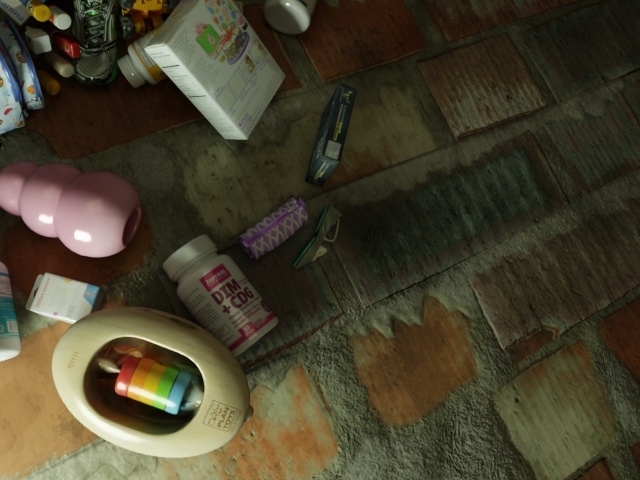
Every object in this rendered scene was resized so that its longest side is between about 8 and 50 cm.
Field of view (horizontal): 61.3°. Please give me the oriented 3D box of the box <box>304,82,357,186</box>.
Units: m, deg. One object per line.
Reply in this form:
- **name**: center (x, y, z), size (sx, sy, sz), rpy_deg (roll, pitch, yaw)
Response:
- **box**: center (0.027, -0.288, 1.497), size (0.059, 0.183, 0.232), rpy_deg (18, 70, -11)

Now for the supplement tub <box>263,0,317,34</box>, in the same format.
- **supplement tub**: center (-0.077, -0.736, 1.610), size (0.144, 0.144, 0.199), rpy_deg (19, 71, -10)

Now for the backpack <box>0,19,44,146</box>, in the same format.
- **backpack**: center (-0.783, -0.401, 1.259), size (0.213, 0.263, 0.276), rpy_deg (-35, 86, -21)

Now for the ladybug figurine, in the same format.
- **ladybug figurine**: center (-0.363, 0.311, 1.217), size (0.449, 0.162, 0.305), rpy_deg (25, 88, -3)

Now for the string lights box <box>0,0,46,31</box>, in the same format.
- **string lights box**: center (-0.691, -0.639, 1.335), size (0.077, 0.133, 0.259), rpy_deg (43, 75, -31)

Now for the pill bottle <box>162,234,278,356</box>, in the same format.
- **pill bottle**: center (-0.247, 0.136, 1.317), size (0.160, 0.160, 0.283), rpy_deg (-38, 87, -21)

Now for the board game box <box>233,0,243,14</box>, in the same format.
- **board game box**: center (-0.307, -0.587, 1.560), size (0.165, 0.042, 0.243), rpy_deg (3, 75, -15)

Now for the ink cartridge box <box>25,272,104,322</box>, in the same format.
- **ink cartridge box**: center (-0.595, 0.139, 1.258), size (0.143, 0.090, 0.092), rpy_deg (18, 71, -9)

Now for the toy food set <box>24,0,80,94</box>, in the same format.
- **toy food set**: center (-0.677, -0.494, 1.337), size (0.104, 0.232, 0.111), rpy_deg (38, 52, 22)

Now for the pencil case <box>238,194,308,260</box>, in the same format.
- **pencil case**: center (-0.122, -0.032, 1.437), size (0.206, 0.088, 0.086), rpy_deg (-41, 87, -20)

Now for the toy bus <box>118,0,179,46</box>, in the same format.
- **toy bus**: center (-0.487, -0.666, 1.462), size (0.149, 0.220, 0.211), rpy_deg (-15, 58, -27)

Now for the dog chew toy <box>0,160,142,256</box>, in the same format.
- **dog chew toy**: center (-0.599, -0.089, 1.269), size (0.332, 0.206, 0.206), rpy_deg (19, 71, -1)

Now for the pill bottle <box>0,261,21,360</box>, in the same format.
- **pill bottle**: center (-0.757, 0.138, 1.184), size (0.146, 0.146, 0.264), rpy_deg (-13, 78, -18)

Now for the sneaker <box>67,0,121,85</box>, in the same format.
- **sneaker**: center (-0.601, -0.569, 1.417), size (0.134, 0.146, 0.343), rpy_deg (-2, 79, -16)

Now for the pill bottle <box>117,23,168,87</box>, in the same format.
- **pill bottle**: center (-0.427, -0.498, 1.442), size (0.215, 0.117, 0.117), rpy_deg (-31, 85, 1)

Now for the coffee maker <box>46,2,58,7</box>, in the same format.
- **coffee maker**: center (-0.722, -0.731, 1.458), size (0.178, 0.120, 0.171), rpy_deg (-50, 118, -20)

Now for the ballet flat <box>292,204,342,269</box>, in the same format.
- **ballet flat**: center (0.000, 0.000, 1.472), size (0.068, 0.072, 0.213), rpy_deg (32, 69, -10)

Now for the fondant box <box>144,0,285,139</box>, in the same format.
- **fondant box**: center (-0.259, -0.461, 1.412), size (0.330, 0.096, 0.238), rpy_deg (49, 60, -45)
